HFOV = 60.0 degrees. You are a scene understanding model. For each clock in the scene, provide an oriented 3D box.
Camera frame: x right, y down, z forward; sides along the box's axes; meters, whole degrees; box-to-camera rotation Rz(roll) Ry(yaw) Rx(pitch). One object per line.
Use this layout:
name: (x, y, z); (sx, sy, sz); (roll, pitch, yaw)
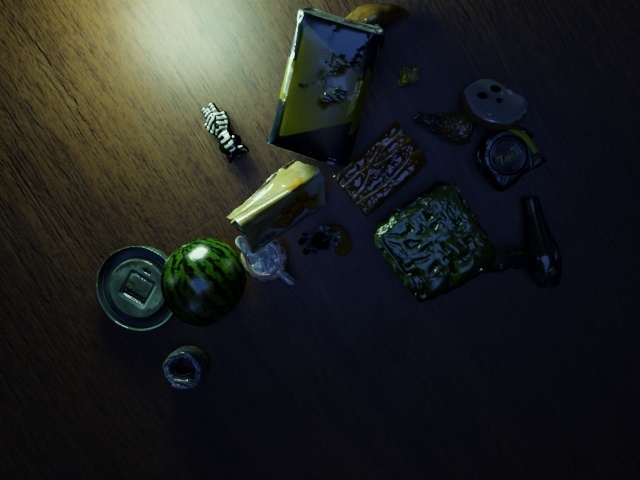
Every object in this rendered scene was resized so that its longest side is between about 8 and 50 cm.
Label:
clock: (-0.647, 0.169, 1.992); (0.312, 0.061, 0.313); (1, 98, 6)

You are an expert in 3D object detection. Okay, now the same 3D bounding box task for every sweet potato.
sweet potato: (0.108, -0.676, 1.782); (0.354, 0.095, 0.106); (-29, 121, 11)

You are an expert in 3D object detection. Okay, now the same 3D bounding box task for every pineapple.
pineapple: (0.398, -0.378, 1.797); (0.197, 0.108, 0.108); (19, 100, 16)

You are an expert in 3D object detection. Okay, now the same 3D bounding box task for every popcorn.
popcorn: (0.285, -0.532, 1.802); (0.068, 0.059, 0.083); (44, 108, -1)

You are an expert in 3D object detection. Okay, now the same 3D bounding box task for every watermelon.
watermelon: (-0.388, 0.134, 1.850); (0.284, 0.285, 0.285); (1, 98, 6)

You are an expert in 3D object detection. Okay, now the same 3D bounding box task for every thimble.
thimble: (-0.482, 0.456, 1.999); (0.150, 0.098, 0.150); (1, 97, 6)

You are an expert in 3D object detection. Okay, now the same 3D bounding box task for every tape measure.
tape measure: (0.597, -0.276, 1.782); (0.199, 0.112, 0.186); (-36, 100, 4)

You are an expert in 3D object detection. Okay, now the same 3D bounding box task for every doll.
doll: (0.000, 0.000, 1.858); (0.195, 0.070, 0.096); (-20, 100, 48)
doll: (-0.327, -0.364, 1.884); (0.091, 0.067, 0.219); (-32, 88, 12)

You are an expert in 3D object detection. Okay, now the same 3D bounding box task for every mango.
mango: (0.062, 0.002, 1.903); (0.078, 0.057, 0.114); (-33, 101, 6)

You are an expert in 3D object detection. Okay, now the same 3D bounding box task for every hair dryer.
hair dryer: (0.619, 0.025, 1.748); (0.359, 0.120, 0.304); (-13, 92, -32)

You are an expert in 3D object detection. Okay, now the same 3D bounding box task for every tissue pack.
tissue pack: (0.022, -0.472, 1.696); (0.263, 0.253, 0.417); (17, 114, 1)

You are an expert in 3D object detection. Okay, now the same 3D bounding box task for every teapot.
teapot: (-0.183, 0.069, 1.909); (0.245, 0.116, 0.159); (34, 86, 3)

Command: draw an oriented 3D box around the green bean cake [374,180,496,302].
green bean cake: (0.365, 0.000, 1.791); (0.319, 0.218, 0.335); (-37, 95, 9)

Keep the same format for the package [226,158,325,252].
package: (-0.154, -0.133, 1.808); (0.311, 0.221, 0.165); (-37, 70, -11)

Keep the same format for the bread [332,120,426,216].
bread: (0.201, -0.232, 1.827); (0.274, 0.114, 0.185); (-40, 93, 8)

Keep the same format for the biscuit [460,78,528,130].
biscuit: (0.544, -0.434, 1.743); (0.208, 0.049, 0.181); (39, 65, 16)
